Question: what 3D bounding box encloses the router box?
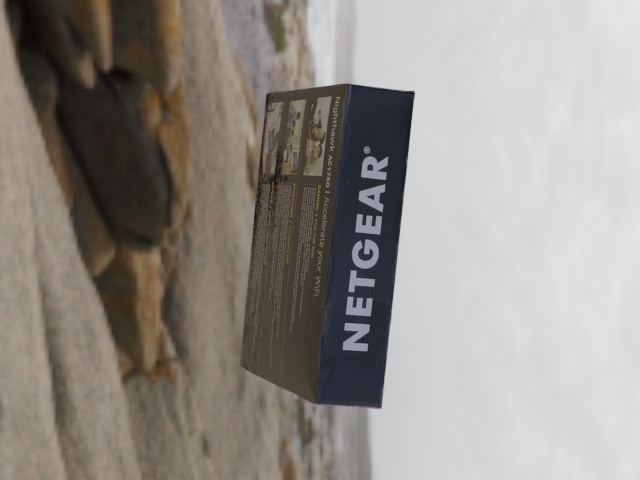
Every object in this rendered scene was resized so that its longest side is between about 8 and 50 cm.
[{"bbox_3d":[0.000,0.000,0.714,0.133,0.046,0.179,-169,-96,-68],"label":"router box"}]
